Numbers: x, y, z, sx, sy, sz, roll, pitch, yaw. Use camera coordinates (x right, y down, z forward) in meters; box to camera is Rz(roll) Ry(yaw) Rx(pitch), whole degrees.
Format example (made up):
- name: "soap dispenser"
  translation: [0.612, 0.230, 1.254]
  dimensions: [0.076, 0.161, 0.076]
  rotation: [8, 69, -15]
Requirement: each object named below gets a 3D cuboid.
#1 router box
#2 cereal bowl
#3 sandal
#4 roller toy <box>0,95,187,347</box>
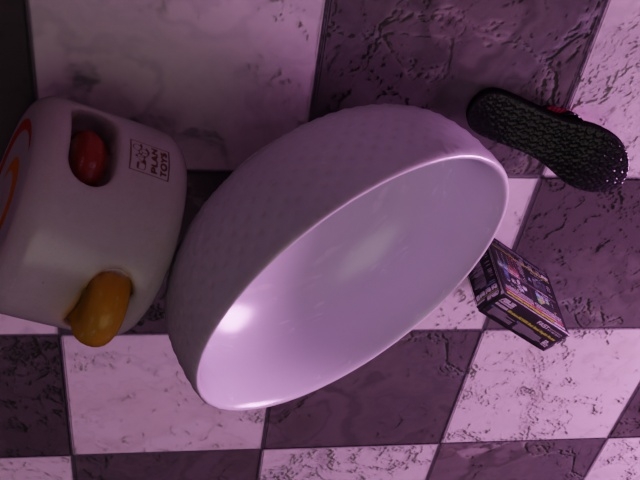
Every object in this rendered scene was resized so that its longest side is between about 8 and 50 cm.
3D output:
- name: "router box"
  translation: [0.213, 0.057, 1.068]
  dimensions: [0.122, 0.092, 0.038]
  rotation: [31, 124, -33]
- name: "cereal bowl"
  translation: [0.000, 0.000, 0.901]
  dimensions: [0.339, 0.141, 0.339]
  rotation: [-27, 152, -16]
- name: "sandal"
  translation: [0.225, -0.105, 0.950]
  dimensions: [0.179, 0.040, 0.067]
  rotation: [25, 123, -12]
- name: "roller toy"
  translation: [-0.203, -0.017, 0.848]
  dimensions: [0.146, 0.209, 0.191]
  rotation: [17, 90, -26]
